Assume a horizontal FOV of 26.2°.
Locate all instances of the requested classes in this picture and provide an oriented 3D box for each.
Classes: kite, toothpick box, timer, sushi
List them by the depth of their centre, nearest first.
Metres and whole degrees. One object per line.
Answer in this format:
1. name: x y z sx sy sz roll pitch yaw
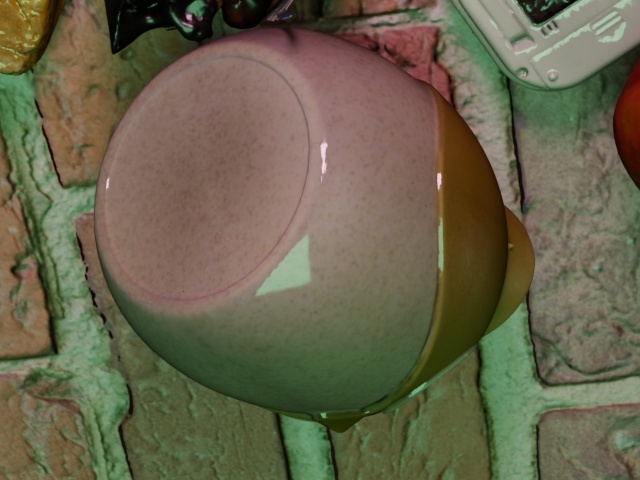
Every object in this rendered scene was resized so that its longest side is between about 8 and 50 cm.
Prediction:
1. sushi: -0.113 -0.333 1.424 0.212 0.215 0.227 4 133 -20
2. kite: -0.011 -0.263 1.425 0.169 0.310 0.015 -43 103 12
3. toothpick box: 0.000 0.000 1.498 0.409 0.409 0.425 -38 147 19
4. timer: 0.279 -0.300 1.528 0.262 0.087 0.237 -33 113 16

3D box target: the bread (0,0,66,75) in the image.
1. bread: -0.424 -0.303 1.507 0.294 0.132 0.167 18 118 -10

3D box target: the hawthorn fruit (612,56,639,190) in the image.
1. hawthorn fruit: 0.444 -0.136 1.499 0.265 0.265 0.307 -42 141 20
